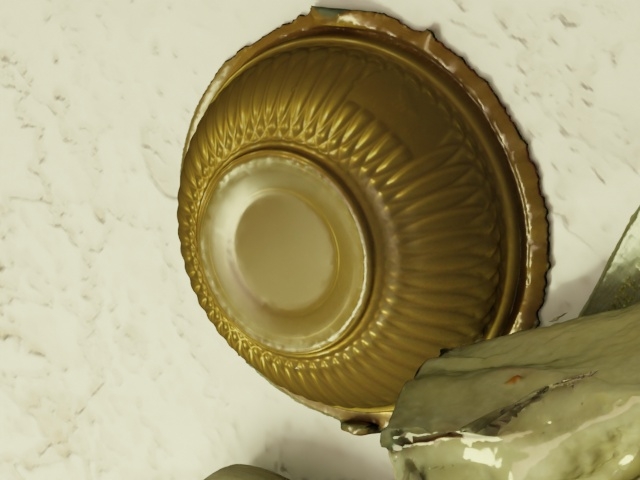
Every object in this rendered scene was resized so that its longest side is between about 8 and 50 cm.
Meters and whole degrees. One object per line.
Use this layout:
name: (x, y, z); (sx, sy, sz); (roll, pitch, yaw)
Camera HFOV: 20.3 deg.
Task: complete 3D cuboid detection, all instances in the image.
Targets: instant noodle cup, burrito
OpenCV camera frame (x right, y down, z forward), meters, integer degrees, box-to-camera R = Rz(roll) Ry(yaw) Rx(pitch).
instant noodle cup: (0.000, 0.000, 1.080); (0.274, 0.090, 0.274); (10, 108, 31)
burrito: (0.201, 0.085, 0.896); (0.331, 0.190, 0.135); (-20, 94, 27)

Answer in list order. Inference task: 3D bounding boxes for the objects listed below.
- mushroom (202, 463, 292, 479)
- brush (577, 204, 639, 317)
mushroom: (-0.009, 0.207, 1.129); (0.247, 0.096, 0.108); (17, 128, 34)
brush: (0.149, 0.081, 1.045); (0.085, 0.020, 0.337); (38, 121, 20)
